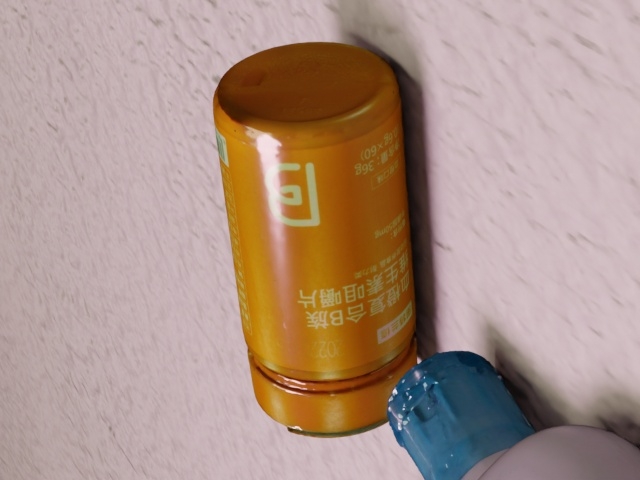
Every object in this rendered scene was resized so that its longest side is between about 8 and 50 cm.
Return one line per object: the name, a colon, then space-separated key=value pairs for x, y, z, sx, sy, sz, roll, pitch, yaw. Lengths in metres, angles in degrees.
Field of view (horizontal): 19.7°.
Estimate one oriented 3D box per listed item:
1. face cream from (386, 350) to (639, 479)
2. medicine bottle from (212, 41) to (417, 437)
face cream: x=0.119 y=0.170 z=0.809 sx=0.336 sy=0.080 sz=0.163 roll=-122 pitch=40 yaw=-49
medicine bottle: x=0.000 y=0.000 z=0.966 sx=0.096 sy=0.096 sz=0.192 roll=45 pitch=147 yaw=50
